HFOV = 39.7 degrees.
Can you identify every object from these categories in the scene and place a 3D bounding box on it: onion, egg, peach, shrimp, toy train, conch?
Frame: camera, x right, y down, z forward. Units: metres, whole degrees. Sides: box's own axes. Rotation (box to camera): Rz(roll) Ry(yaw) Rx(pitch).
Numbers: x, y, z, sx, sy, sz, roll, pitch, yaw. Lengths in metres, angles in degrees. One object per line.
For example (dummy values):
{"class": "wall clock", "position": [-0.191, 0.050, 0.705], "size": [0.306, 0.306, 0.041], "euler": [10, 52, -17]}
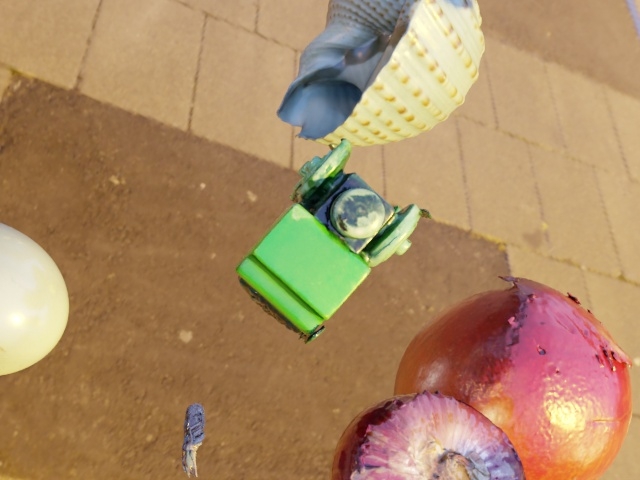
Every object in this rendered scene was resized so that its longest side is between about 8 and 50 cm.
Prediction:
{"class": "onion", "position": [0.102, 0.275, 0.923], "size": [0.230, 0.163, 0.230], "euler": [15, 53, -21]}
{"class": "egg", "position": [-0.427, 0.059, 1.059], "size": [0.264, 0.182, 0.183], "euler": [22, 43, 12]}
{"class": "peach", "position": [0.279, 0.221, 1.303], "size": [0.370, 0.370, 0.370], "euler": [18, 48, -21]}
{"class": "shrimp", "position": [-0.161, 0.251, 1.104], "size": [0.029, 0.038, 0.092], "euler": [14, 60, -17]}
{"class": "toy train", "position": [0.000, 0.000, 0.931], "size": [0.132, 0.243, 0.188], "euler": [41, 86, -4]}
{"class": "conch", "position": [0.106, -0.250, 1.204], "size": [0.215, 0.319, 0.303], "euler": [22, 20, -23]}
